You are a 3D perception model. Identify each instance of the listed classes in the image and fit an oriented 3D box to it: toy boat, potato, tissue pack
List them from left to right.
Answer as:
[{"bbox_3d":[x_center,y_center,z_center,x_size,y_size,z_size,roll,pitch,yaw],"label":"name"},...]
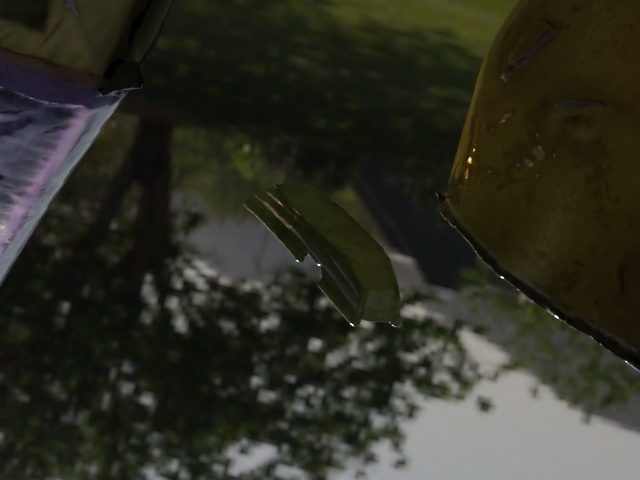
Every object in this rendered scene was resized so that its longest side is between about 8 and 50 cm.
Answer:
[{"bbox_3d":[-0.144,-0.107,0.768,0.122,0.259,0.361,23,154,-16],"label":"tissue pack"},{"bbox_3d":[0.000,0.000,1.764,0.093,0.055,0.293,5,-157,-30],"label":"toy boat"},{"bbox_3d":[0.291,-0.067,1.328,0.290,0.296,0.397,9,-158,-49],"label":"potato"}]
